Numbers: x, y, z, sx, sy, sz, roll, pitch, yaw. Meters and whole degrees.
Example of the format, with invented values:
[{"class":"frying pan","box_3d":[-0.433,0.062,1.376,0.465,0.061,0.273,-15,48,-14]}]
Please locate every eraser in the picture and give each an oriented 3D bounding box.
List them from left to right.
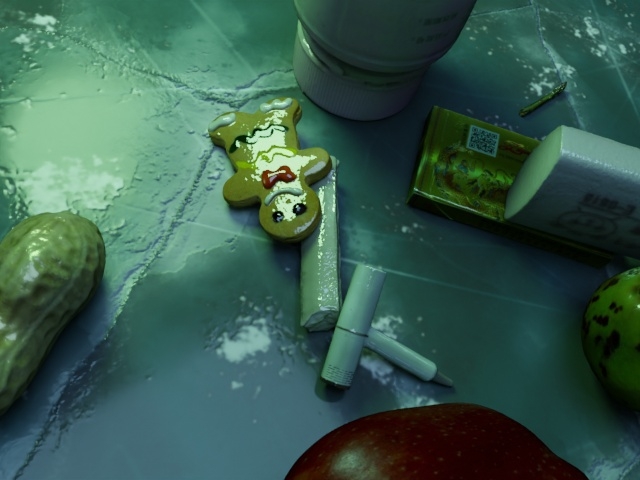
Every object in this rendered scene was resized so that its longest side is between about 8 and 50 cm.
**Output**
[{"class":"eraser","box_3d":[0.407,-0.049,0.934,0.270,0.174,0.094,16,63,-4]}]

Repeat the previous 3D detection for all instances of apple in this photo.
[{"class":"apple","box_3d":[0.108,0.307,0.681,0.317,0.288,0.288,-16,66,-29]}]

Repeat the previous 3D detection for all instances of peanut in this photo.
[{"class":"peanut","box_3d":[-0.345,0.086,0.780,0.120,0.136,0.298,26,61,-1]}]

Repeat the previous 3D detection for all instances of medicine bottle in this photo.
[{"class":"medicine bottle","box_3d":[0.085,-0.350,0.991,0.256,0.325,0.256,4,63,-9]}]

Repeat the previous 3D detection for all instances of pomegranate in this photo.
[{"class":"pomegranate","box_3d":[0.453,0.142,0.897,0.211,0.211,0.263,-50,122,-28]}]

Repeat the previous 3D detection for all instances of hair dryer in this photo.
[{"class":"hair dryer","box_3d":[0.105,0.128,0.886,0.183,0.044,0.154,18,88,-16]}]

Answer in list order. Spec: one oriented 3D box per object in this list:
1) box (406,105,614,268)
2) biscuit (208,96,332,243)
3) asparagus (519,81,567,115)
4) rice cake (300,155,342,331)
[{"class":"box","box_3d":[0.296,-0.084,1.053,0.311,0.043,0.173,18,61,-2]},{"class":"biscuit","box_3d":[-0.066,-0.102,0.963,0.158,0.035,0.240,-23,60,-2]},{"class":"asparagus","box_3d":[0.376,-0.237,1.166,0.114,0.015,0.014,-33,71,-24]},{"class":"rice cake","box_3d":[0.000,0.000,0.943,0.057,0.052,0.256,3,62,-7]}]
